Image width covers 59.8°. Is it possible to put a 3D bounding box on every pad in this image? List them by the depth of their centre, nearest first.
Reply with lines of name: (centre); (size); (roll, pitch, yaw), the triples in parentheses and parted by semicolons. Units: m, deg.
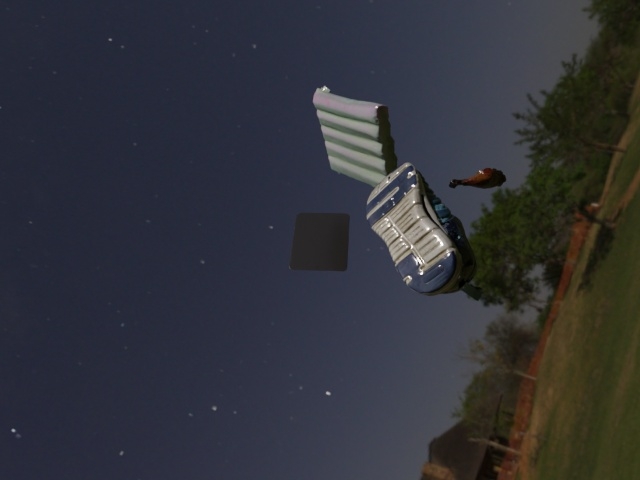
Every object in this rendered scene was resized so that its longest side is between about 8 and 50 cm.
pad: (0.000, 0.000, 1.101); (0.003, 0.112, 0.157); (87, -173, -47)

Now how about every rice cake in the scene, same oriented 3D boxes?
rice cake: (0.061, -0.182, 1.005); (0.037, 0.198, 0.189); (-33, -48, -19)

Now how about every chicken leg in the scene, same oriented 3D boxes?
chicken leg: (0.310, -0.117, 1.081); (0.145, 0.062, 0.037); (-7, -94, -44)

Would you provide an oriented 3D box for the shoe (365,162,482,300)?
shoe: (0.132, -0.011, 0.709); (0.106, 0.207, 0.091); (20, -54, -43)
